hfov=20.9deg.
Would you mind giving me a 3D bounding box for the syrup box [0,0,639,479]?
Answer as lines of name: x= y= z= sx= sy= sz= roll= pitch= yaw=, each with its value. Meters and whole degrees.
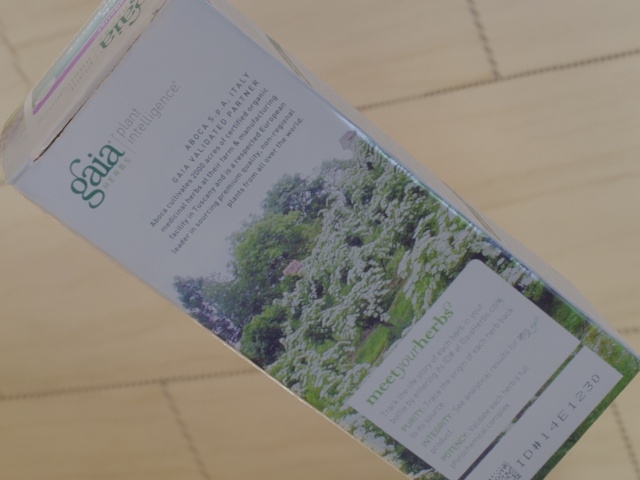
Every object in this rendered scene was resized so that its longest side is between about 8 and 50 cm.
syrup box: x=0.000 y=0.000 z=0.661 sx=0.237 sy=0.096 sz=0.093 roll=38 pitch=98 yaw=-19
